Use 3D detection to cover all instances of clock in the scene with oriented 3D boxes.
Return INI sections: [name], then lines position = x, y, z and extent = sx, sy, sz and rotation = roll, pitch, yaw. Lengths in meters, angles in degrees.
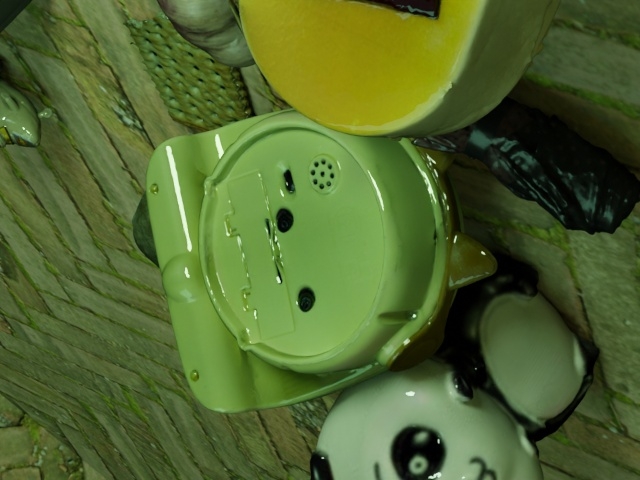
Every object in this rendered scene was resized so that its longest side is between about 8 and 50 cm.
[clock]
position = 0.000, 0.000, 1.554
extent = 0.348, 0.117, 0.286
rotation = -19, 81, 38

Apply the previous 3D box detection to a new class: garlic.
[garlic]
position = -0.085, -0.232, 1.404
extent = 0.102, 0.147, 0.159
rotation = 6, 125, 32

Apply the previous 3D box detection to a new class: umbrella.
[umbrella]
position = 0.128, -0.108, 1.419
extent = 0.326, 0.090, 0.094
rotation = 32, 159, 9

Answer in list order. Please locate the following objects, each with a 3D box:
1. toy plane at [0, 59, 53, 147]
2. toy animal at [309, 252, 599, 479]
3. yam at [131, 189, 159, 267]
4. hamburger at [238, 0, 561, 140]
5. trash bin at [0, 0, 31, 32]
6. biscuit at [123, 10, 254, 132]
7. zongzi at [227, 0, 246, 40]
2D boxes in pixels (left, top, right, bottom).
[toy plane]
position = -0.444, -0.185, 2.020
extent = 0.286, 0.108, 0.092
rotation = 38, 160, 28
[toy animal]
position = 0.128, 0.189, 1.683
extent = 0.251, 0.310, 0.251
rotation = 29, 153, 16
[yam]
position = -0.076, 0.012, 1.775
extent = 0.268, 0.161, 0.161
rotation = 38, 158, 24
[hamburger]
position = 0.063, -0.211, 1.125
extent = 0.227, 0.151, 0.295
rotation = 28, 119, 15
[trash bin]
position = -0.439, -0.313, 1.760
extent = 0.225, 0.115, 0.165
rotation = 16, 148, 41
[biscuit]
position = -0.136, -0.175, 1.726
extent = 0.144, 0.016, 0.203
rotation = 21, 152, 29
[zongzi]
position = 0.032, -0.281, 1.238
extent = 0.260, 0.123, 0.289
rotation = 8, 126, 26
